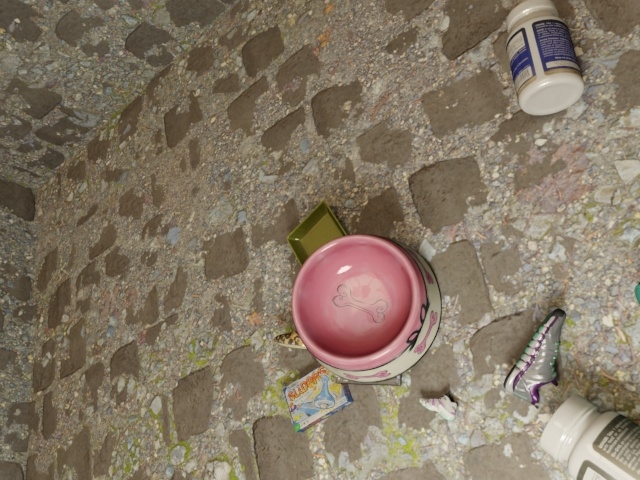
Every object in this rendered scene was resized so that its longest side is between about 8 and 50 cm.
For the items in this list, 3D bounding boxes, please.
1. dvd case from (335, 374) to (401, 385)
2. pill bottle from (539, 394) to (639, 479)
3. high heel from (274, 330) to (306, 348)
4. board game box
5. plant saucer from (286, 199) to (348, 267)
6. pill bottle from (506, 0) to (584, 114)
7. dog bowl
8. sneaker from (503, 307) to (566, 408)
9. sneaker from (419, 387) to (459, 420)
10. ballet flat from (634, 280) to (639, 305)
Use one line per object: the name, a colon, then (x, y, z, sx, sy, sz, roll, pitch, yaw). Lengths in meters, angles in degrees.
dvd case: (0.132, 0.271, 1.543, 0.180, 0.029, 0.238, -2, 72, 16)
pill bottle: (0.580, 0.429, 1.070, 0.283, 0.161, 0.161, 34, 97, 42)
high heel: (-0.017, 0.229, 1.676, 0.262, 0.093, 0.186, -4, 75, 24)
board game box: (-0.010, 0.448, 1.636, 0.201, 0.035, 0.136, -38, 54, 23)
plant saucer: (0.000, 0.000, 1.781, 0.188, 0.045, 0.188, -45, 52, 19)
pill bottle: (0.553, -0.463, 1.417, 0.153, 0.153, 0.264, -19, 63, 34)
dog bowl: (0.104, 0.162, 1.487, 0.409, 0.150, 0.407, -6, 72, 18)
sneaker: (0.505, 0.263, 1.264, 0.098, 0.083, 0.223, 33, 101, 21)
sneaker: (0.299, 0.394, 1.402, 0.098, 0.038, 0.069, 23, 88, 33)
ballet flat: (0.755, 0.248, 1.011, 0.182, 0.164, 0.482, -18, 60, 11)
